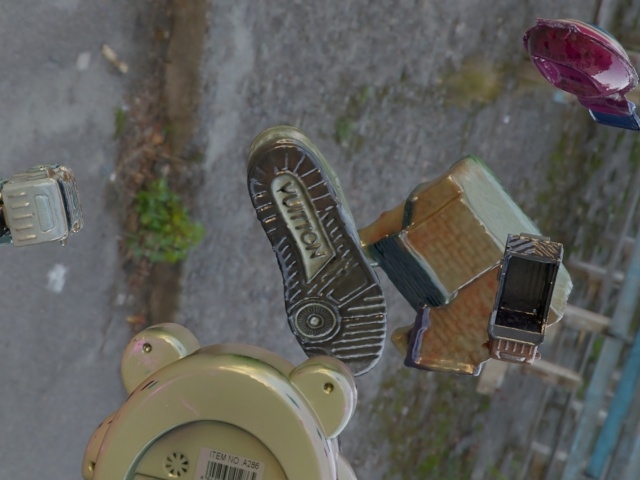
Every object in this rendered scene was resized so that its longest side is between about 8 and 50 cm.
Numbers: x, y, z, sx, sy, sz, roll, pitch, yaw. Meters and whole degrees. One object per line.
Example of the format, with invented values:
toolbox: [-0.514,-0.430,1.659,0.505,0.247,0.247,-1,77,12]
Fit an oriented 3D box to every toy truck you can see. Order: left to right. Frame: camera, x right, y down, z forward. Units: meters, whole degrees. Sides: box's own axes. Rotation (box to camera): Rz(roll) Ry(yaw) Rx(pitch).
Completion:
toy truck: [-0.448,-0.026,1.405,0.140,0.256,0.108,-101,-178,-78]
toy truck: [0.279,0.079,1.498,0.092,0.083,0.192,-65,164,-61]

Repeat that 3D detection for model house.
model house: [0.214,0.059,1.818,0.280,0.312,0.245,-36,-175,26]

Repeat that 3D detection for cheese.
cheese: [0.338,-0.208,1.365,0.244,0.155,0.062,39,76,-46]

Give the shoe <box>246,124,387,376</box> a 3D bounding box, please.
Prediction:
shoe: [-0.003,0.001,1.199,0.149,0.109,0.293,-97,168,-62]

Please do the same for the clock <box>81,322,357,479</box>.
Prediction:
clock: [-0.099,0.250,1.082,0.114,0.284,0.309,-19,121,-80]
